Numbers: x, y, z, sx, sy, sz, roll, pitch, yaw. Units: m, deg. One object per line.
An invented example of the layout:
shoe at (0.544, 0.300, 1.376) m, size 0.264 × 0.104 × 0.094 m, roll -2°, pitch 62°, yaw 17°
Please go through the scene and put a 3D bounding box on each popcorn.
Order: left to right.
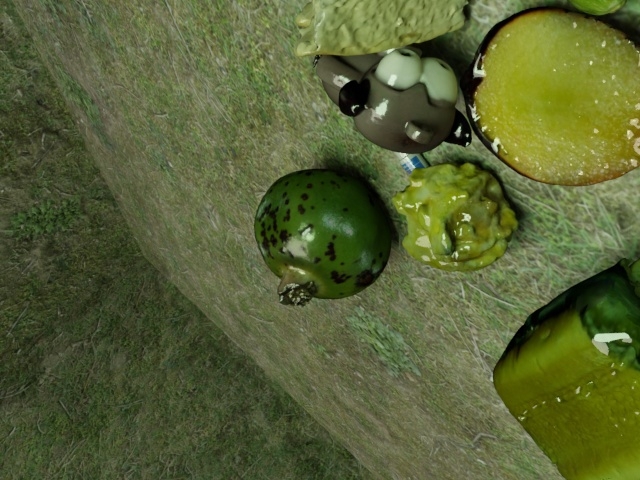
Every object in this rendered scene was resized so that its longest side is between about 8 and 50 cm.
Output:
popcorn at (0.184, -0.035, 0.892) m, size 0.173 × 0.142 × 0.173 m, roll 32°, pitch 167°, yaw 8°

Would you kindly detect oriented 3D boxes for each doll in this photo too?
doll at (0.081, -0.192, 0.782) m, size 0.117 × 0.182 × 0.257 m, roll -69°, pitch 28°, yaw 25°

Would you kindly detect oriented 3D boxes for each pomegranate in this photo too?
pomegranate at (0.000, 0.000, 1.136) m, size 0.254 × 0.270 × 0.254 m, roll 16°, pitch 152°, yaw 9°

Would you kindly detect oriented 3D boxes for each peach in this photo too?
peach at (0.265, -0.151, 0.654) m, size 0.279 × 0.068 × 0.189 m, roll 27°, pitch 140°, yaw 51°

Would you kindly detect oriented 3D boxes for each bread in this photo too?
bread at (0.030, -0.320, 0.662) m, size 0.211 × 0.224 × 0.183 m, roll 49°, pitch 153°, yaw 24°
bread at (0.370, 0.164, 0.747) m, size 0.251 × 0.208 × 0.376 m, roll 56°, pitch 159°, yaw 20°

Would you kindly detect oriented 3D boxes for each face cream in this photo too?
face cream at (0.146, -0.116, 0.969) m, size 0.130 × 0.034 × 0.034 m, roll 53°, pitch 157°, yaw -4°

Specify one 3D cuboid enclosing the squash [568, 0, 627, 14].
squash at (0.198, -0.297, 0.563) m, size 0.229 × 0.066 × 0.066 m, roll 51°, pitch 157°, yaw 2°
